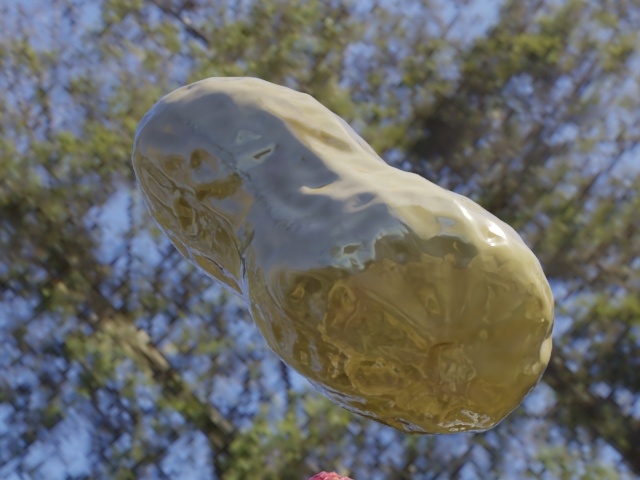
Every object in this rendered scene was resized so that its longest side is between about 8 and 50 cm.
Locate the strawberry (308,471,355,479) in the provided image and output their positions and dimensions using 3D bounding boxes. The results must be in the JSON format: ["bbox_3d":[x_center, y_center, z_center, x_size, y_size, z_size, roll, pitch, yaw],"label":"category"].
[{"bbox_3d":[0.017,0.325,1.433,0.250,0.288,0.238,-41,-62,11],"label":"strawberry"}]

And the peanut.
[{"bbox_3d":[0.000,0.000,0.878,0.123,0.256,0.124,-34,-36,-29],"label":"peanut"}]
